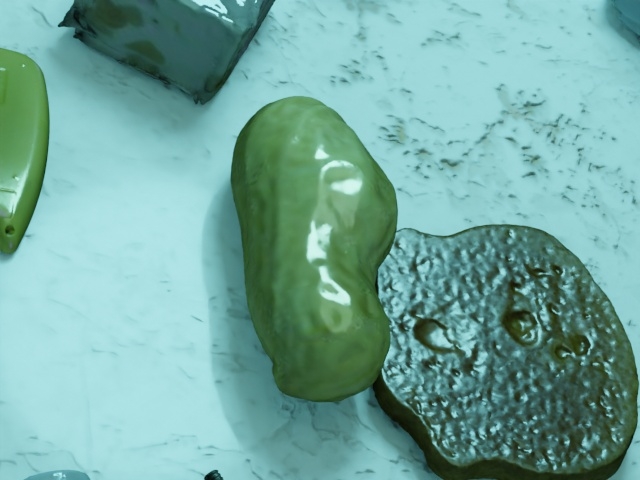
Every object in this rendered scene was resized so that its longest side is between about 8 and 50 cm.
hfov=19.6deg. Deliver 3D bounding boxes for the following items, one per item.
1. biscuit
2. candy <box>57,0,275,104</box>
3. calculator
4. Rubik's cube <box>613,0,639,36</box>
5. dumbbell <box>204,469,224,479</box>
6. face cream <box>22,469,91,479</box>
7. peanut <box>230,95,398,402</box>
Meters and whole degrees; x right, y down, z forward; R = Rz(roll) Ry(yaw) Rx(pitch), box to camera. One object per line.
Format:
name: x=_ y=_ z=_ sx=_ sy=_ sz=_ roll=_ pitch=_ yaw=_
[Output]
biscuit: x=0.166 y=0.107 z=1.699 sx=0.257 sy=0.049 sz=0.273 roll=-2 pitch=56 yaw=-17
candy: x=-0.134 y=-0.255 z=1.791 sx=0.185 sy=0.137 sz=0.195 roll=28 pitch=54 yaw=1
calculator: x=-0.323 y=-0.099 z=1.679 sx=0.157 sy=0.033 sz=0.236 roll=8 pitch=52 yaw=-13
Rubik's cube: x=0.554 y=-0.350 z=1.967 sx=0.347 sy=0.352 sz=0.351 roll=35 pitch=50 yaw=5
dumbbell: x=-0.029 y=0.269 z=1.484 sx=0.099 sy=0.099 sz=0.208 roll=-27 pitch=70 yaw=-32
face cream: x=-0.192 y=0.278 z=1.446 sx=0.084 sy=0.057 sz=0.198 roll=-7 pitch=59 yaw=-23
peanut: x=0.000 y=0.000 z=1.658 sx=0.148 sy=0.147 sz=0.318 roll=4 pitch=52 yaw=-17
